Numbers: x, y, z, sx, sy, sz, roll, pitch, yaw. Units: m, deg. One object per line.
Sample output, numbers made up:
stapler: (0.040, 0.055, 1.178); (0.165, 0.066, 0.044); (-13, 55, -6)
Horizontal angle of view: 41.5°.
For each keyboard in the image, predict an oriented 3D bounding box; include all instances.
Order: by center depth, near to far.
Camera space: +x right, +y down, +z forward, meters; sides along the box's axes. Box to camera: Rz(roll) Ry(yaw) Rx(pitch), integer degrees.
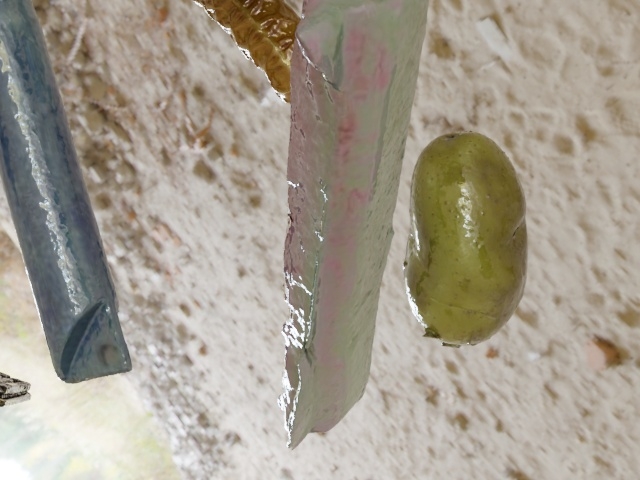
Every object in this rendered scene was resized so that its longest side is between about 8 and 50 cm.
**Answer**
keyboard: (-0.364, 0.146, 0.891); (0.106, 0.027, 0.317); (22, 166, -11)

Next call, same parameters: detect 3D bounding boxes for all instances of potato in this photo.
potato: (0.166, -0.003, 0.979); (0.143, 0.169, 0.248); (0, 106, 18)

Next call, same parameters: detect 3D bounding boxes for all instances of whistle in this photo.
whistle: (-0.203, -0.045, 0.615); (0.062, 0.062, 0.304); (-11, 94, 68)

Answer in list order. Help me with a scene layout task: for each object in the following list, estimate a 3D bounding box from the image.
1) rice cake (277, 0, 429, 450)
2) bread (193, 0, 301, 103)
rice cake: (0.001, 0.000, 0.404); (0.051, 0.081, 0.290); (26, 139, 22)
bread: (-0.052, -0.171, 0.639); (0.157, 0.052, 0.044); (50, 176, 4)
